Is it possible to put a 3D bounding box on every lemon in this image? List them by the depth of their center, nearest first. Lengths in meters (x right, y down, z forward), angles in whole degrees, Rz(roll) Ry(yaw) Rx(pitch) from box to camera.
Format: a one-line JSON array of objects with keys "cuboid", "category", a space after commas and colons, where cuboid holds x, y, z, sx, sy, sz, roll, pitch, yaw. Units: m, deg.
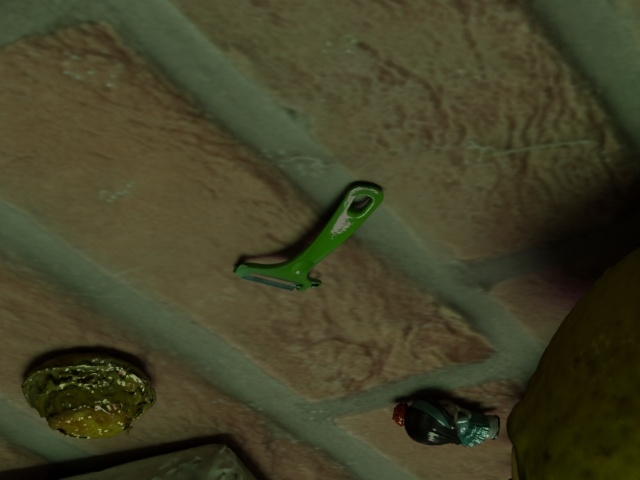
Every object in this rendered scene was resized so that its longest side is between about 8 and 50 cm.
[{"cuboid": [0.332, 0.146, 1.289, 0.350, 0.350, 0.387, 16, 129, -29], "category": "lemon"}]

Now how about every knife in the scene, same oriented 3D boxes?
[{"cuboid": [0.000, 0.003, 1.332, 0.078, 0.022, 0.166, 10, 149, -31], "category": "knife"}]

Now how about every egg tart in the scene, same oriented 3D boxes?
[{"cuboid": [-0.211, 0.146, 1.532, 0.130, 0.052, 0.130, -1, 148, 0], "category": "egg tart"}]

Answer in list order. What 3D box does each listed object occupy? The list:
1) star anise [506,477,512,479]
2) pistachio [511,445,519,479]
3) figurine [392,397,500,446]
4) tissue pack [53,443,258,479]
[{"cuboid": [0.303, 0.252, 1.734, 0.272, 0.102, 0.272, -4, 123, -7], "category": "star anise"}, {"cuboid": [0.329, 0.255, 1.572, 0.309, 0.230, 0.230, 30, 143, -6], "category": "pistachio"}, {"cuboid": [0.124, 0.178, 1.628, 0.106, 0.047, 0.060, 12, -177, -38], "category": "figurine"}, {"cuboid": [-0.165, 0.391, 1.803, 0.297, 0.207, 0.380, -11, 150, 10], "category": "tissue pack"}]
